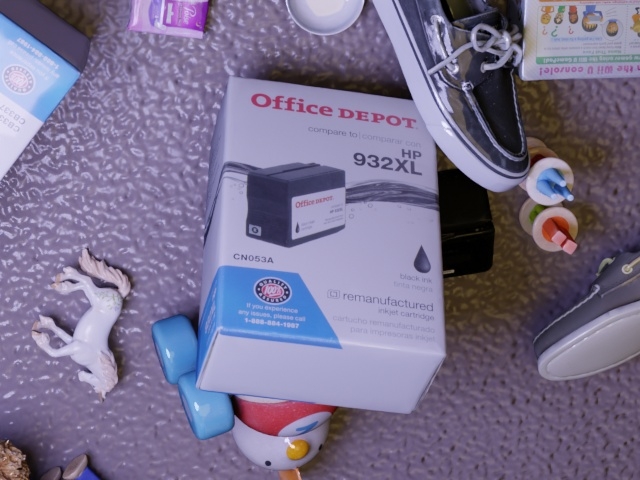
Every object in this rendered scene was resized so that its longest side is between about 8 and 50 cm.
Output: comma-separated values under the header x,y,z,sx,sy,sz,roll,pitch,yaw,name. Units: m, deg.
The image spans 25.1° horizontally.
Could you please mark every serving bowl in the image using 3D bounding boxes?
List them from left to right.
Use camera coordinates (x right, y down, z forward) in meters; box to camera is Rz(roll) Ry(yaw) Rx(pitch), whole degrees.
x,y,z,sx,sy,sz,roll,pitch,yaw,name
0.004,-0.259,1.511,0.083,0.027,0.083,-2,108,-6,serving bowl

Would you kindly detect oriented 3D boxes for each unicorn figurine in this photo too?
x,y,z,sx,sy,sz,roll,pitch,yaw,name
-0.257,0.101,1.574,0.111,0.060,0.162,25,103,-13,unicorn figurine

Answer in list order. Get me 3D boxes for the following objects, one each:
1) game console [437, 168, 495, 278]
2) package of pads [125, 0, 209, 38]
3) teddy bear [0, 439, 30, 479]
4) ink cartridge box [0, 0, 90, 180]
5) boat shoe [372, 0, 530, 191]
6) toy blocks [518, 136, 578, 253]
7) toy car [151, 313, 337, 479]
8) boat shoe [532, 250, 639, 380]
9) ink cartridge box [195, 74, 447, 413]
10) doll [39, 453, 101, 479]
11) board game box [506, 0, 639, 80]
x,y,z,sx,sy,sz,roll,pitch,yaw,name
0.128,-0.015,1.613,0.122,0.071,0.107,-8,138,-4,game console
-0.159,-0.239,1.495,0.083,0.032,0.050,6,109,-9,package of pads
-0.323,0.335,1.600,0.338,0.113,0.245,39,132,-19,teddy bear
-0.387,-0.134,1.411,0.198,0.197,0.270,36,100,-16,ink cartridge box
0.150,-0.200,1.466,0.105,0.113,0.306,-25,88,44,boat shoe
0.249,-0.038,1.548,0.054,0.148,0.123,-19,108,-1,toy blocks
-0.041,0.185,1.567,0.219,0.210,0.238,-18,122,-13,toy car
0.368,0.054,1.624,0.305,0.091,0.109,-30,146,5,boat shoe
0.000,0.000,1.439,0.223,0.307,0.129,7,145,-10,ink cartridge box
-0.240,0.333,1.654,0.129,0.046,0.189,-27,111,17,doll
0.312,-0.324,1.496,0.224,0.097,0.303,-2,106,-6,board game box
